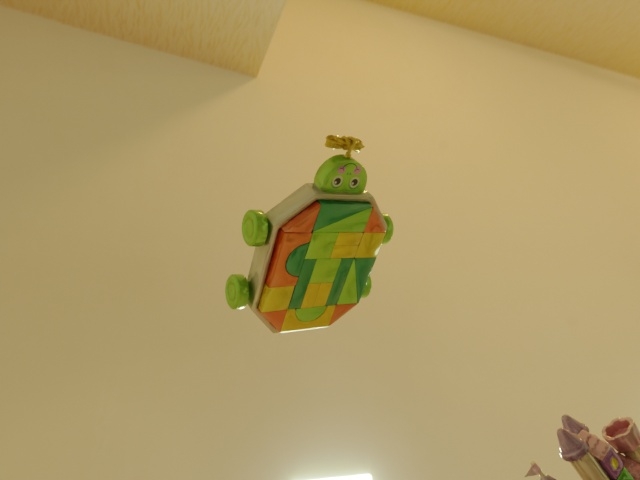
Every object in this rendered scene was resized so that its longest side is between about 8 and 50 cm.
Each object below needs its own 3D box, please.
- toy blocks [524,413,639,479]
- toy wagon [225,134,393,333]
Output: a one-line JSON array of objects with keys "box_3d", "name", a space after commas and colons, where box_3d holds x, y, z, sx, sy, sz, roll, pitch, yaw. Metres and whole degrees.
[{"box_3d": [0.528, 0.431, 0.943, 0.288, 0.309, 0.260, -34, -92, -33], "name": "toy blocks"}, {"box_3d": [0.000, 0.000, 0.846, 0.267, 0.344, 0.068, -1, -148, -34], "name": "toy wagon"}]
